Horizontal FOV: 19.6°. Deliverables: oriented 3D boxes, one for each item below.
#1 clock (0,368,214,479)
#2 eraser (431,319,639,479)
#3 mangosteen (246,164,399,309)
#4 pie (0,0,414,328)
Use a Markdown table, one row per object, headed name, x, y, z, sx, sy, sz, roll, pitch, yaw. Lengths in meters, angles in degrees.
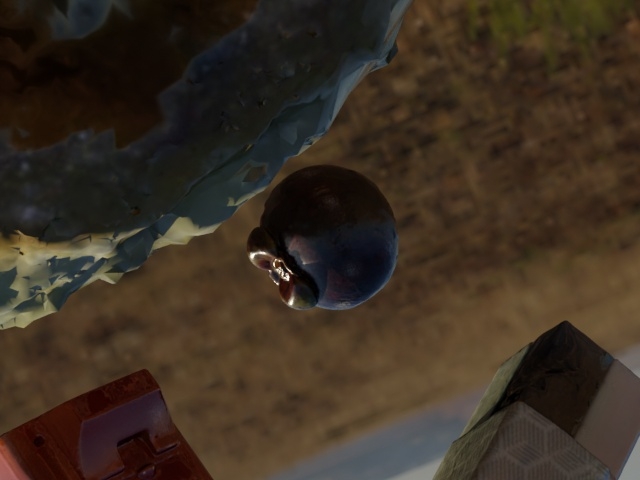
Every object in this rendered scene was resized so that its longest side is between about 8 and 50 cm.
| name | x | y | z | sx | sy | sz | roll | pitch | yaw |
| --- | --- | --- | --- | --- | --- | --- | --- | --- | --- |
| clock | -0.092 | 0.150 | 1.005 | 0.061 | 0.155 | 0.113 | -42 | 168 | 34 |
| eraser | 0.091 | 0.228 | 1.183 | 0.404 | 0.096 | 0.098 | -56 | -174 | -37 |
| mangosteen | 0.000 | 0.000 | 1.827 | 0.153 | 0.152 | 0.152 | -21 | 172 | -3 |
| pie | -0.107 | -0.123 | 0.382 | 0.315 | 0.315 | 0.092 | -22 | -178 | 0 |
